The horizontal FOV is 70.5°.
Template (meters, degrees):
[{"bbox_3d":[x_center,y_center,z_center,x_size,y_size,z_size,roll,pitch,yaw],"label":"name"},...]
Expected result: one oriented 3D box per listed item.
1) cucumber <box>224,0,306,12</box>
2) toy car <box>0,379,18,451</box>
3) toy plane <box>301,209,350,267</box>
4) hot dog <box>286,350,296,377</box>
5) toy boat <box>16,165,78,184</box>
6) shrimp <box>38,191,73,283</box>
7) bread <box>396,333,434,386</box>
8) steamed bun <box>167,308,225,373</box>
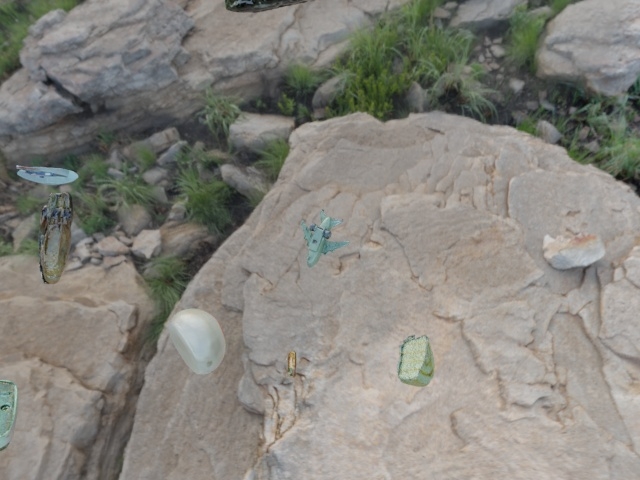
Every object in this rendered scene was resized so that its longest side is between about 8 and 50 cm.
[{"bbox_3d":[-0.057,-0.426,0.746,0.265,0.077,0.077,10,67,31],"label":"cucumber"},{"bbox_3d":[-0.459,0.208,0.485,0.224,0.076,0.090,1,32,-28],"label":"toy car"},{"bbox_3d":[-0.001,0.000,0.635,0.080,0.033,0.083,25,93,24],"label":"toy plane"},{"bbox_3d":[-0.099,0.423,1.544,0.036,0.049,0.122,-3,21,2],"label":"hot dog"},{"bbox_3d":[-0.532,-0.135,0.886,0.149,0.105,0.034,-8,81,55],"label":"toy boat"},{"bbox_3d":[-0.650,-0.012,1.097,0.173,0.058,0.253,33,114,41],"label":"shrimp"},{"bbox_3d":[0.303,0.380,1.389,0.103,0.110,0.156,-16,39,44],"label":"bread"},{"bbox_3d":[-0.409,0.334,1.552,0.145,0.232,0.232,-31,57,-33],"label":"steamed bun"}]
